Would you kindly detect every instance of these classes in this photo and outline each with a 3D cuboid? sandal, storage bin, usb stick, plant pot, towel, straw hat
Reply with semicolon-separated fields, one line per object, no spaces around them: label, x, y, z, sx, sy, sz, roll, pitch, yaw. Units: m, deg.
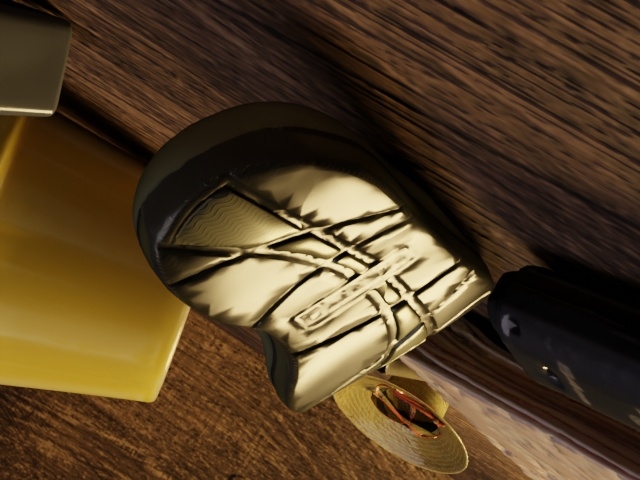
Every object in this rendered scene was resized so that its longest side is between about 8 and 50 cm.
sandal;0.001;-0.001;0.602;0.086;0.120;0.303;60;-178;25
storage bin;-0.205;-0.117;0.739;0.091;0.098;0.135;3;-164;-45
usb stick;0.175;0.072;0.495;0.278;0.045;0.077;25;169;48
plant pot;-0.215;0.013;1.024;0.239;0.254;0.254;20;173;-6
towel;0.232;0.172;0.829;0.317;0.053;0.332;27;169;43
straw hat;0.083;0.136;1.153;0.144;0.061;0.144;27;154;15

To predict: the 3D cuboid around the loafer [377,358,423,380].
loafer;0.062;0.076;0.928;0.148;0.050;0.056;35;172;-9
